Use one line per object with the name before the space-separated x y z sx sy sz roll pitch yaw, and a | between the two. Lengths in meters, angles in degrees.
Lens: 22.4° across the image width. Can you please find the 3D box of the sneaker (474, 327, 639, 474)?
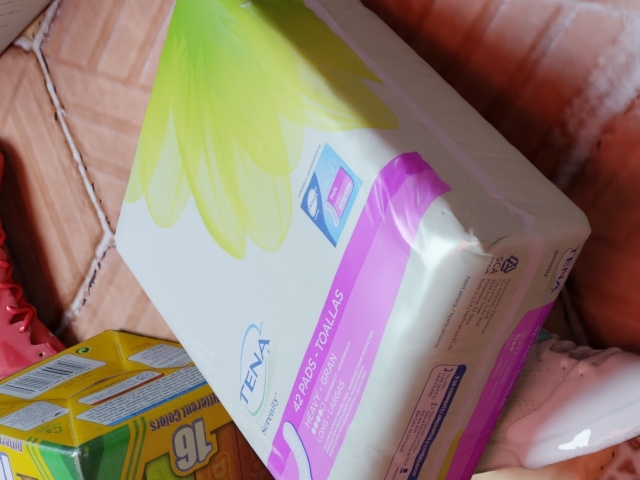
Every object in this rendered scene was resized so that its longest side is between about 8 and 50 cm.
sneaker | 0.123 0.076 0.896 0.212 0.080 0.094 -20 80 48

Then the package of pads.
package of pads | 0.000 0.000 0.921 0.296 0.101 0.229 51 134 38

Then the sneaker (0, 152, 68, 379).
sneaker | -0.240 0.041 1.245 0.128 0.087 0.221 14 101 1

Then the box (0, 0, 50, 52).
box | -0.321 -0.197 1.110 0.345 0.215 0.168 -33 82 45

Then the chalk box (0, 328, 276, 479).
chalk box | -0.131 0.233 1.126 0.179 0.180 0.289 6 111 43
